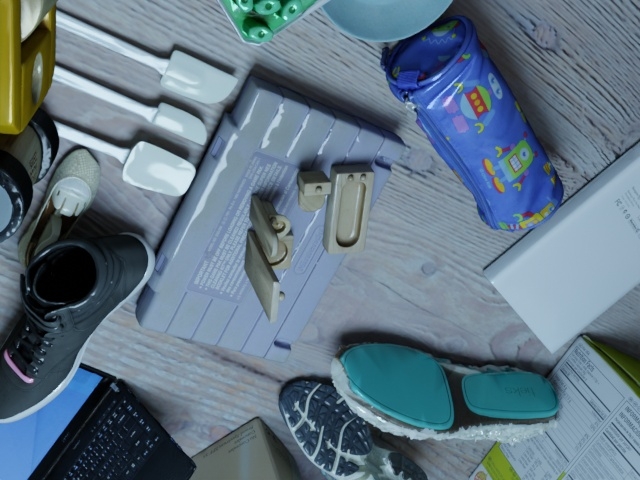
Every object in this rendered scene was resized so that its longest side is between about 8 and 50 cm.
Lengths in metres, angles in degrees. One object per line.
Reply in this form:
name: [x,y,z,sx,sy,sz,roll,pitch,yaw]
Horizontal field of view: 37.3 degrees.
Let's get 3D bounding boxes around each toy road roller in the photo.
toy road roller: [-0.390,-0.164,0.936,0.241,0.202,0.329,8,115,-8]

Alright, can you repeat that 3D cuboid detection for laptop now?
laptop: [-0.344,0.298,1.257,0.234,0.264,0.137,-52,159,14]

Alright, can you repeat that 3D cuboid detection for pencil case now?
pencil case: [0.197,-0.137,1.204,0.133,0.119,0.306,-51,126,-16]

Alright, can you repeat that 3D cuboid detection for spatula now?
spatula: [-0.235,-0.158,1.090,0.242,0.019,0.168,20,110,-25]

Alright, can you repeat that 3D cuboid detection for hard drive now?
hard drive: [0.415,0.013,1.420,0.307,0.040,0.203,-40,124,6]

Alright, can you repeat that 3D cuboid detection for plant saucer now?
plant saucer: [0.076,-0.329,1.099,0.195,0.037,0.194,-8,121,-14]

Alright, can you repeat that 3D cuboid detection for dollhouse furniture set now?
dollhouse furniture set: [0.000,0.000,1.146,0.151,0.123,0.144,-4,121,-18]

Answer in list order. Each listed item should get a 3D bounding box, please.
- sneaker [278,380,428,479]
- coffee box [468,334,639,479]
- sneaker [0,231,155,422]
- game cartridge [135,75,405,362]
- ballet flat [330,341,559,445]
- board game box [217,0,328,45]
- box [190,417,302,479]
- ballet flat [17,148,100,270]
sneaker: [0.026,0.324,1.425,0.283,0.122,0.110,46,57,-15]
coffee box: [0.516,0.412,1.512,0.338,0.338,0.334,23,109,-30]
sneaker: [-0.333,0.100,1.127,0.295,0.104,0.147,-48,165,5]
game cartridge: [-0.071,-0.017,1.220,0.230,0.068,0.355,20,111,-24]
ballet flat: [0.177,0.253,1.429,0.409,0.147,0.147,13,114,-26]
board game box: [-0.006,-0.454,0.959,0.390,0.050,0.390,-33,117,0]
box: [-0.081,0.413,1.313,0.148,0.311,0.121,-33,124,1]
ballet flat: [-0.307,-0.029,1.129,0.057,0.052,0.168,22,110,-28]
